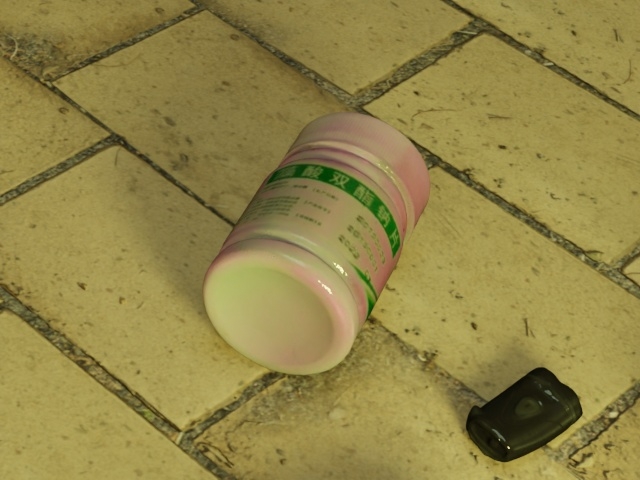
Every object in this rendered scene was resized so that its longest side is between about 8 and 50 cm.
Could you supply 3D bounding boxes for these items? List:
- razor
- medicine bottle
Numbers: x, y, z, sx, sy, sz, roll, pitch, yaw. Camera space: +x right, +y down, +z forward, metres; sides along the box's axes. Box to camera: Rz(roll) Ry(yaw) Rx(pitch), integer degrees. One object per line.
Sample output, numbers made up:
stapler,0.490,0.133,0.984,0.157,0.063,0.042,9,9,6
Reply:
razor,0.257,0.224,2.180,0.148,0.054,0.090,-28,53,-32
medicine bottle,0.000,0.000,2.274,0.212,0.212,0.325,19,43,13
